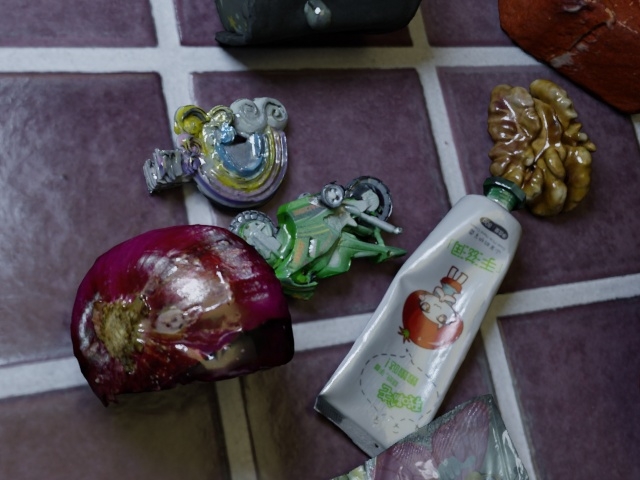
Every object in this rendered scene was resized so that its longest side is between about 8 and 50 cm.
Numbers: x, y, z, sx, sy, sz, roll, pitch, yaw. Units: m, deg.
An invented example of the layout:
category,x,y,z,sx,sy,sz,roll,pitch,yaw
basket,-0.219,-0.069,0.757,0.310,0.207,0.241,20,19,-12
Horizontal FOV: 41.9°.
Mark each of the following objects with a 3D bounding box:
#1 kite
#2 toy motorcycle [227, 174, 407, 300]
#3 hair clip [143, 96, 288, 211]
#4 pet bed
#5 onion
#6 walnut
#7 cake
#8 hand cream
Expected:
category,x,y,z,sx,sy,sz,roll,pitch,yaw
kite,0.057,0.282,0.812,0.361,0.022,0.204,-9,85,-24
toy motorcycle,0.000,0.000,0.851,0.190,0.074,0.106,-18,92,-27
hair clip,-0.094,-0.085,0.853,0.172,0.049,0.116,-15,94,-34
pet bed,0.000,-0.277,0.868,0.211,0.183,0.159,-10,77,-24
onion,-0.103,0.063,0.743,0.218,0.195,0.139,-2,72,-59
walnut,0.266,-0.114,0.995,0.143,0.069,0.170,-14,83,-27
cake,0.362,-0.295,1.043,0.283,0.151,0.176,29,69,-7
hand cream,0.122,0.074,0.888,0.121,0.076,0.336,37,71,-9
